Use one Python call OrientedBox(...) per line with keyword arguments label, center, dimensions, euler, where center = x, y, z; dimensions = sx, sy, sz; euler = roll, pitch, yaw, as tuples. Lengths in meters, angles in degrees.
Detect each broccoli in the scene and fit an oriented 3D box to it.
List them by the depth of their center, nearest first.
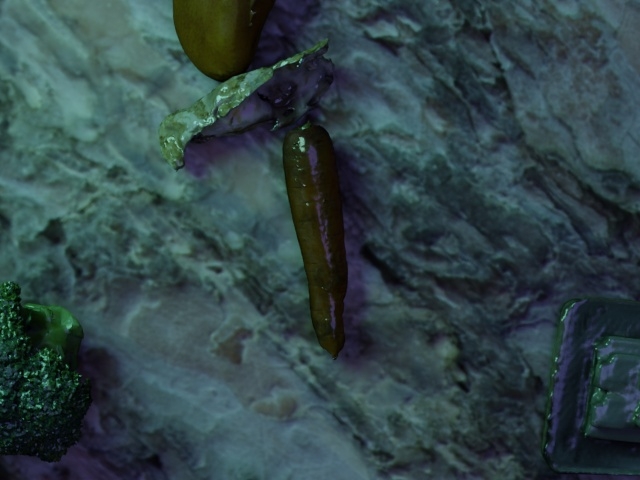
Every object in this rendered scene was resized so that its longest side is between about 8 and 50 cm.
OrientedBox(label="broccoli", center=(-0.288, 0.129, 1.094), dimensions=(0.156, 0.195, 0.195), euler=(-33, 101, -47))

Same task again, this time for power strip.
OrientedBox(label="power strip", center=(0.358, 0.166, 1.283), dimensions=(0.213, 0.064, 0.198), euler=(4, 94, -13))

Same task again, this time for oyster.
OrientedBox(label="oyster", center=(-0.069, -0.149, 1.176), dimensions=(0.199, 0.106, 0.061), euler=(-20, 54, -25))

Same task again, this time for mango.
OrientedBox(label="mango", center=(-0.095, -0.241, 1.157), dimensions=(0.105, 0.084, 0.159), euler=(15, 89, -7))

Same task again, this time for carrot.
OrientedBox(label="carrot", center=(0.000, 0.000, 1.204), dimensions=(0.059, 0.059, 0.248), euler=(-9, 98, -12))
